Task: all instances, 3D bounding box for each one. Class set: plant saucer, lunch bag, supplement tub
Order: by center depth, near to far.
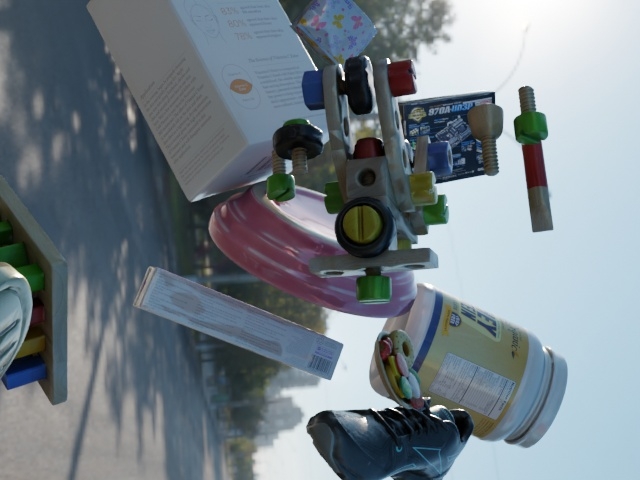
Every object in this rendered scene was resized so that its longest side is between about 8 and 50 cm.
[{"bbox_3d":[0.017,-0.251,1.041,0.071,0.083,0.053,-50,-162,0],"label":"lunch bag"},{"bbox_3d":[0.000,0.000,1.314,0.332,0.332,0.084,-110,-139,-67],"label":"plant saucer"},{"bbox_3d":[0.273,0.237,1.633,0.228,0.316,0.228,-156,-90,-84],"label":"supplement tub"}]

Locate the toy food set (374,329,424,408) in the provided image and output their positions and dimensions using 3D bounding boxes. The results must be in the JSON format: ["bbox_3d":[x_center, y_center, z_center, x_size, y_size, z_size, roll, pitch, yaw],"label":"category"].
[{"bbox_3d":[0.078,0.127,0.861,0.083,0.020,0.083,19,51,-64],"label":"toy food set"}]

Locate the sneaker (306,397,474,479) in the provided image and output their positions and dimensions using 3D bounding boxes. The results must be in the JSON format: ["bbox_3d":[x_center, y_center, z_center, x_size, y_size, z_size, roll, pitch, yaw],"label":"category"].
[{"bbox_3d":[0.081,0.209,0.955,0.101,0.106,0.267,52,14,32],"label":"sneaker"}]

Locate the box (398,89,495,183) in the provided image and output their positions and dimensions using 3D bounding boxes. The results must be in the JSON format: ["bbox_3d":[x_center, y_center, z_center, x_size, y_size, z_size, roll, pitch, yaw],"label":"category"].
[{"bbox_3d":[0.260,-0.210,1.810,0.051,0.220,0.175,-148,-131,-63],"label":"box"}]

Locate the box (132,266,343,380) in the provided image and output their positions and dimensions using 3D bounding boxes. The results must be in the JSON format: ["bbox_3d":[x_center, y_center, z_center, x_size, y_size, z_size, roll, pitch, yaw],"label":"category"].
[{"bbox_3d":[-0.120,0.128,1.328,0.063,0.323,0.067,-3,-114,68],"label":"box"}]

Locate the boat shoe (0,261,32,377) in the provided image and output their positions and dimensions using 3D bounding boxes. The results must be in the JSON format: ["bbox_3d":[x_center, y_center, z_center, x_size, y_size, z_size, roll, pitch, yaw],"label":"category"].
[{"bbox_3d":[-0.275,0.086,0.573,0.113,0.103,0.302,-47,178,-44],"label":"boat shoe"}]

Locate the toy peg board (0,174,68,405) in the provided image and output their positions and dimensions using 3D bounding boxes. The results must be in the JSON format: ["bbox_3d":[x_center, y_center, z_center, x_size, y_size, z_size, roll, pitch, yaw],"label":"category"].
[{"bbox_3d":[-0.299,0.051,0.799,0.161,0.079,0.161,42,-47,39],"label":"toy peg board"}]

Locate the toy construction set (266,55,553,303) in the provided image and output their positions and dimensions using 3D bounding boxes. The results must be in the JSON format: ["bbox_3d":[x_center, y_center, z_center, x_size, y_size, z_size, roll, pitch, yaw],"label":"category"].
[{"bbox_3d":[0.106,-0.037,0.931,0.257,0.308,0.237,109,-21,-68],"label":"toy construction set"}]

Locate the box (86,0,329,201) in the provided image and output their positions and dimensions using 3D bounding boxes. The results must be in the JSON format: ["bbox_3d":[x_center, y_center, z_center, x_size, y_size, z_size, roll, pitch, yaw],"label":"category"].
[{"bbox_3d":[-0.155,-0.262,1.304,0.168,0.215,0.345,-36,-102,43],"label":"box"}]
